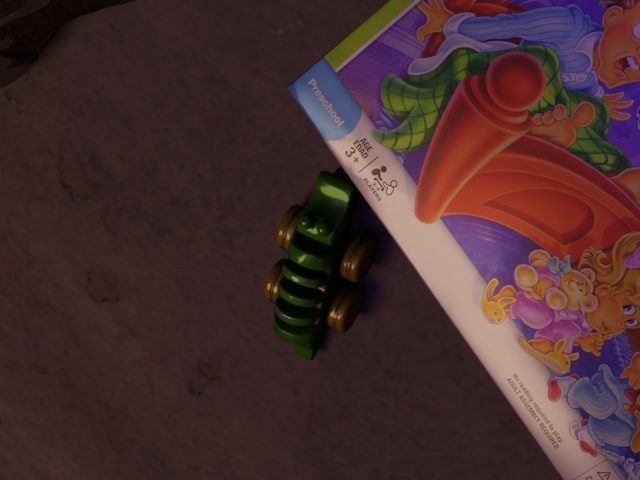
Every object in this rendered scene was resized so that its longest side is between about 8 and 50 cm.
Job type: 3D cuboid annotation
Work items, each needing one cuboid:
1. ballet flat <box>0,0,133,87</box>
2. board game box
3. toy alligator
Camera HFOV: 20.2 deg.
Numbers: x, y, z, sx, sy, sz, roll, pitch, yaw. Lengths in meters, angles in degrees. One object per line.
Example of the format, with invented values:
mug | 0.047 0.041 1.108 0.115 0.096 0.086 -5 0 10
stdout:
ballet flat | -0.149 -0.162 1.073 0.250 0.084 0.058 -27 63 38
board game box | 0.174 -0.011 0.916 0.233 0.078 0.347 -39 84 31
toy alligator | 0.000 0.000 1.073 0.056 0.051 0.190 24 123 17
